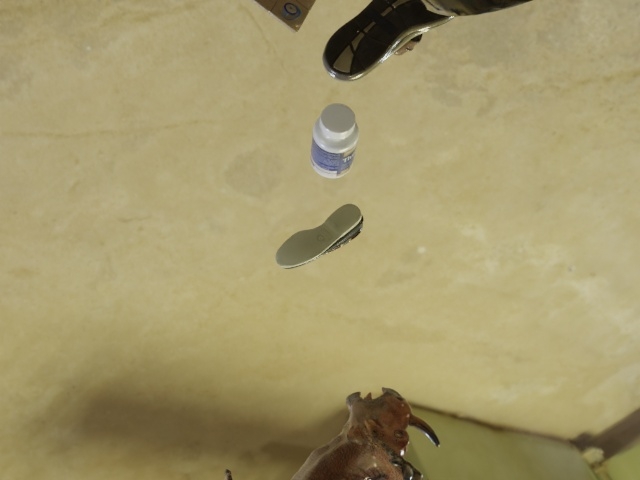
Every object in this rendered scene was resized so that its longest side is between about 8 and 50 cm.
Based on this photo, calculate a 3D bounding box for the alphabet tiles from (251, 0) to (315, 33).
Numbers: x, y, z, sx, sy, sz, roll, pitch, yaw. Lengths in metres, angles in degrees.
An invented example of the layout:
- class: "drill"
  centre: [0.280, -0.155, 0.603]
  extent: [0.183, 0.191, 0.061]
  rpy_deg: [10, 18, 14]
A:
- class: "alphabet tiles"
  centre: [-0.086, -0.383, 0.912]
  extent: [0.237, 0.198, 0.009]
  rpy_deg: [34, 150, -17]

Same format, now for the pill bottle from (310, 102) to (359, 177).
- class: "pill bottle"
  centre: [0.021, -0.146, 1.117]
  extent: [0.067, 0.067, 0.120]
  rpy_deg: [-18, 159, -11]

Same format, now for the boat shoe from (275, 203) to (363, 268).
- class: "boat shoe"
  centre: [0.001, 0.001, 1.040]
  extent: [0.133, 0.049, 0.042]
  rpy_deg: [-33, 151, -6]

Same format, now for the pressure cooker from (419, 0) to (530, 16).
- class: "pressure cooker"
  centre: [0.124, -0.339, 0.425]
  extent: [0.375, 0.370, 0.420]
  rpy_deg: [-37, 118, 15]

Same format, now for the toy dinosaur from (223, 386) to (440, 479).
- class: "toy dinosaur"
  centre: [0.014, 0.278, 0.646]
  extent: [0.200, 0.295, 0.127]
  rpy_deg: [2, 173, -11]

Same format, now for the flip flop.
- class: "flip flop"
  centre: [0.117, -0.342, 1.265]
  extent: [0.277, 0.112, 0.080]
  rpy_deg: [-40, 165, -15]
